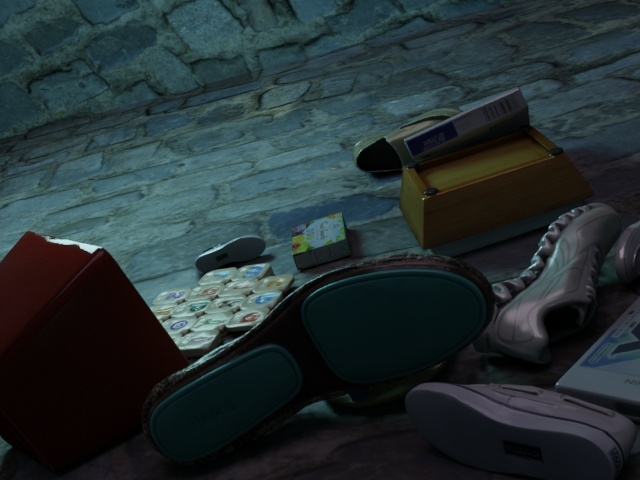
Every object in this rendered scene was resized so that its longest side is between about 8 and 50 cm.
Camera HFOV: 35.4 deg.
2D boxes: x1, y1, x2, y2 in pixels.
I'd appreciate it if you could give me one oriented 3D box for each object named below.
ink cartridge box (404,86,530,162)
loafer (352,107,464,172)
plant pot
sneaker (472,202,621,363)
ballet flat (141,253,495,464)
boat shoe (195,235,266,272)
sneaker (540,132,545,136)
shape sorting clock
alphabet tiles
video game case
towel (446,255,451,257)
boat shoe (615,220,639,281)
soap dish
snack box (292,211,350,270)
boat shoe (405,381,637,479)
[{"bbox_3d":[0.275,-0.190,1.837,0.223,0.045,0.224,-25,-11,10],"label":"ink cartridge box"},{"bbox_3d":[0.185,-0.192,2.069,0.268,0.102,0.092,-19,20,25],"label":"loafer"},{"bbox_3d":[-0.383,0.171,1.446,0.236,0.267,0.267,-45,31,-26],"label":"plant pot"},{"bbox_3d":[0.325,0.060,1.327,0.118,0.110,0.292,19,52,44],"label":"sneaker"},{"bbox_3d":[-0.009,0.131,1.287,0.483,0.164,0.182,-27,10,13],"label":"ballet flat"},{"bbox_3d":[-0.171,0.019,1.902,0.142,0.049,0.040,-18,21,8],"label":"boat shoe"},{"bbox_3d":[0.349,-0.150,1.893,0.170,0.068,0.071,-21,33,20],"label":"sneaker"},{"bbox_3d":[0.086,0.155,1.363,0.206,0.040,0.206,-21,24,10],"label":"shape sorting clock"},{"bbox_3d":[-0.189,0.119,1.708,0.278,0.021,0.284,-9,23,25],"label":"alphabet tiles"},{"bbox_3d":[0.481,0.113,1.147,0.300,0.036,0.329,5,31,46],"label":"video game case"},{"bbox_3d":[0.193,0.058,1.531,0.067,0.029,0.119,-23,22,-9],"label":"towel"},{"bbox_3d":[0.470,0.005,1.396,0.063,0.066,0.184,0,18,42],"label":"boat shoe"},{"bbox_3d":[0.282,-0.088,1.692,0.291,0.118,0.229,-18,21,1],"label":"soap dish"},{"bbox_3d":[0.000,0.000,1.820,0.100,0.037,0.141,-16,21,4],"label":"snack box"},{"bbox_3d":[0.216,0.201,1.096,0.258,0.095,0.084,14,33,37],"label":"boat shoe"}]
